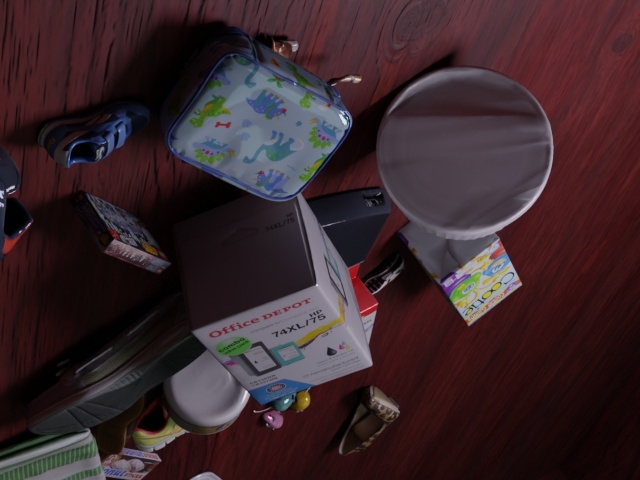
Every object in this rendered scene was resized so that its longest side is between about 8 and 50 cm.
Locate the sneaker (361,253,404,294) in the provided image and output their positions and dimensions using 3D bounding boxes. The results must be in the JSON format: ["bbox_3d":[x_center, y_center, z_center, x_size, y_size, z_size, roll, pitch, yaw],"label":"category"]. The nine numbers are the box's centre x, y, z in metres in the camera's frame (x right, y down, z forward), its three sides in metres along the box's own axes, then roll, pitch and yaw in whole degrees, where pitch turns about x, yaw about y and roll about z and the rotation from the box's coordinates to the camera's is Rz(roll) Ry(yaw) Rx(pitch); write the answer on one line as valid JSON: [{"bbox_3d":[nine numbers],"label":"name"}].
[{"bbox_3d":[0.121,0.074,2.108,0.109,0.040,0.044,-39,155,2],"label":"sneaker"}]

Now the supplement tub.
[{"bbox_3d":[-0.195,0.252,1.848,0.144,0.144,0.200,-30,171,-15],"label":"supplement tub"}]

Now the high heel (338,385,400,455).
[{"bbox_3d":[0.096,0.438,2.563,0.186,0.093,0.261,-45,161,-1],"label":"high heel"}]

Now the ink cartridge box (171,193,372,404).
[{"bbox_3d":[-0.069,0.083,1.637,0.198,0.197,0.270,-21,144,9],"label":"ink cartridge box"}]

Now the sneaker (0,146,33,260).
[{"bbox_3d":[-0.415,-0.075,1.170,0.148,0.131,0.350,-40,159,-12],"label":"sneaker"}]

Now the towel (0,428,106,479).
[{"bbox_3d":[-0.495,0.430,1.885,0.247,0.038,0.325,-20,148,-18],"label":"towel"}]

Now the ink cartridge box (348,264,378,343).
[{"bbox_3d":[0.029,0.158,2.083,0.134,0.078,0.231,-26,150,-23],"label":"ink cartridge box"}]

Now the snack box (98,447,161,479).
[{"bbox_3d":[-0.374,0.423,2.065,0.064,0.022,0.178,-41,153,8],"label":"snack box"}]

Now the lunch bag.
[{"bbox_3d":[-0.087,-0.154,1.389,0.219,0.090,0.176,24,116,-32],"label":"lunch bag"}]

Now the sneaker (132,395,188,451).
[{"bbox_3d":[-0.254,0.306,1.969,0.208,0.081,0.094,-34,150,-7],"label":"sneaker"}]

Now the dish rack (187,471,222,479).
[{"bbox_3d":[-0.334,0.662,2.426,0.332,0.072,0.285,-34,153,-5],"label":"dish rack"}]

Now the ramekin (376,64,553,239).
[{"bbox_3d":[0.222,-0.126,1.702,0.272,0.273,0.127,-35,164,-6],"label":"ramekin"}]

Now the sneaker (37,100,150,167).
[{"bbox_3d":[-0.266,-0.126,1.323,0.144,0.059,0.053,-24,147,-27],"label":"sneaker"}]

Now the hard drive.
[{"bbox_3d":[0.000,0.000,1.835,0.254,0.054,0.172,-14,144,-38],"label":"hard drive"}]

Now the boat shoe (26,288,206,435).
[{"bbox_3d":[-0.325,0.198,1.716,0.320,0.103,0.118,-33,154,-1],"label":"boat shoe"}]

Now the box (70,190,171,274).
[{"bbox_3d":[-0.266,-0.009,1.462,0.027,0.094,0.137,-42,153,9],"label":"box"}]

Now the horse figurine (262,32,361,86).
[{"bbox_3d":[-0.056,-0.161,1.513,0.174,0.066,0.263,-7,139,-46],"label":"horse figurine"}]

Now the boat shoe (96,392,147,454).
[{"bbox_3d":[-0.336,0.279,1.856,0.207,0.073,0.073,-60,-177,42],"label":"boat shoe"}]

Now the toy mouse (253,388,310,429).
[{"bbox_3d":[-0.082,0.360,2.306,0.143,0.031,0.161,-3,137,-48],"label":"toy mouse"}]

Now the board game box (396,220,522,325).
[{"bbox_3d":[0.275,0.037,2.123,0.142,0.144,0.275,-39,152,2],"label":"board game box"}]
